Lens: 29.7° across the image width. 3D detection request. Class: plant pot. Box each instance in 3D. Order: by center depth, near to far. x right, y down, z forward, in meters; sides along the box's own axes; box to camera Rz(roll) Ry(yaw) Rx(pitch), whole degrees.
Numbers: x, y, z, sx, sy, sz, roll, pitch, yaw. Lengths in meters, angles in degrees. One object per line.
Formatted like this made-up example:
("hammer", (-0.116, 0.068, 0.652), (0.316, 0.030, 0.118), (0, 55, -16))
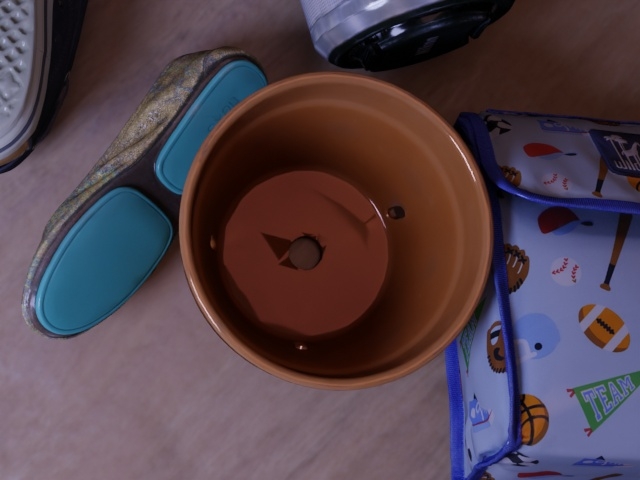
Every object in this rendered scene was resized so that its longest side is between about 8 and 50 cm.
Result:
("plant pot", (0.000, 0.000, 1.180), (0.291, 0.203, 0.291), (1, 83, -11))

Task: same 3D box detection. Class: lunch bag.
("lunch bag", (0.297, 0.047, 1.223), (0.327, 0.239, 0.385), (4, 66, -10))

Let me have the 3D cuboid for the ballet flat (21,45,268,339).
("ballet flat", (-0.185, -0.054, 1.202), (0.123, 0.123, 0.348), (37, 77, -4))

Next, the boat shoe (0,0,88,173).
("boat shoe", (-0.307, -0.294, 1.191), (0.186, 0.156, 0.500), (6, 74, -2))

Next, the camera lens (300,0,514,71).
("camera lens", (0.067, -0.325, 1.228), (0.219, 0.219, 0.274), (-17, 86, -12))
